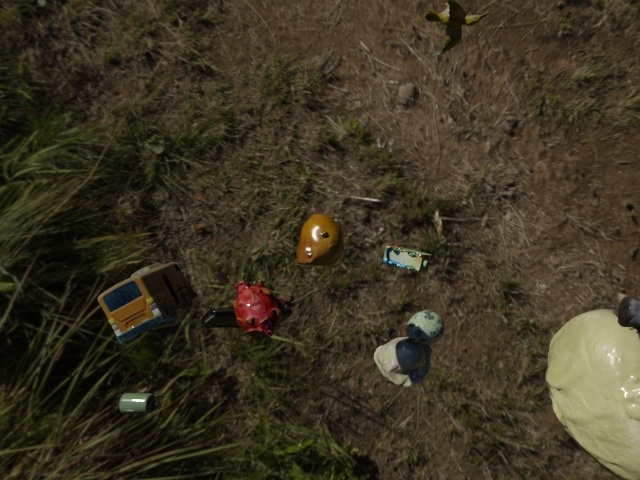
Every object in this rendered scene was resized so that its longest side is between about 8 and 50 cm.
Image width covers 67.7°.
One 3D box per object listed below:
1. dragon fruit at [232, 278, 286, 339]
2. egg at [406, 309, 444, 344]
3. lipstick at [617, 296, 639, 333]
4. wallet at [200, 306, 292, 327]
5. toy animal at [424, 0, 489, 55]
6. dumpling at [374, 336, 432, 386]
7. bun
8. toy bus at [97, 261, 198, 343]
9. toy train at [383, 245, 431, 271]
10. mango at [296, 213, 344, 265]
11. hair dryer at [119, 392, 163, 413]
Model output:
[{"bbox_3d":[-0.165,0.180,1.256,0.136,0.133,0.166,-35,78,-4],"label":"dragon fruit"},{"bbox_3d":[0.408,0.344,1.870,0.132,0.172,0.132,21,117,51],"label":"egg"},{"bbox_3d":[0.603,0.124,0.582,0.418,0.077,0.077,8,100,17],"label":"lipstick"},{"bbox_3d":[-0.277,0.289,1.783,0.172,0.317,0.045,-43,51,47],"label":"wallet"},{"bbox_3d":[0.374,-0.619,1.304,0.155,0.219,0.095,-25,73,4],"label":"toy animal"},{"bbox_3d":[0.335,0.484,1.908,0.258,0.147,0.193,4,70,-17],"label":"dumpling"},{"bbox_3d":[0.606,0.339,1.026,0.202,0.364,0.364,-21,93,16],"label":"bun"},{"bbox_3d":[-0.291,0.098,0.823,0.091,0.182,0.103,-28,93,5],"label":"toy bus"},{"bbox_3d":[0.330,0.070,1.794,0.188,0.099,0.072,15,96,39],"label":"toy train"},{"bbox_3d":[0.000,0.000,1.488,0.136,0.236,0.167,9,86,-9],"label":"mango"},{"bbox_3d":[-0.419,0.393,1.165,0.071,0.150,0.047,-2,76,9],"label":"hair dryer"}]
